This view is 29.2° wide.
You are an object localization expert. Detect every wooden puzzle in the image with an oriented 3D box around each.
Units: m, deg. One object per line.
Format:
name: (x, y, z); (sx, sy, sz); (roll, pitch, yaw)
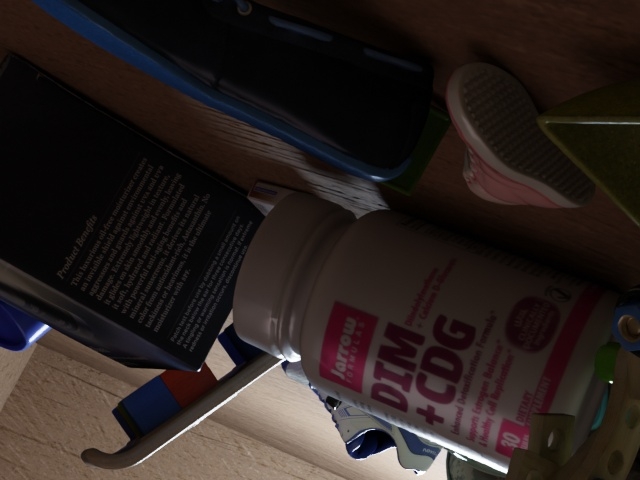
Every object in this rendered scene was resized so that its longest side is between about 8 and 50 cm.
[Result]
wooden puzzle: (-0.116, 0.146, 1.380); (0.080, 0.348, 0.322); (59, 165, 3)

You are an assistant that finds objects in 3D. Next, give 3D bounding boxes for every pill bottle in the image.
pill bottle: (0.084, 0.070, 0.975); (0.283, 0.160, 0.160); (21, 165, 20)

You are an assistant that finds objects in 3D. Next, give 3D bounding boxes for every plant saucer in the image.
plant saucer: (0.234, -0.027, 0.611); (0.188, 0.045, 0.188); (37, 162, -35)

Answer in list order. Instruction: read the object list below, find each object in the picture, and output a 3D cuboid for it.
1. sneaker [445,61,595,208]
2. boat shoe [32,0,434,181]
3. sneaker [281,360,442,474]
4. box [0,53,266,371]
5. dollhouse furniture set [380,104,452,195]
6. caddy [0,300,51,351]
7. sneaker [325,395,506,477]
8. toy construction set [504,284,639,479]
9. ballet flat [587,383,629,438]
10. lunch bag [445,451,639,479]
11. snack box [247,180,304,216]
sneaker: (0.100, -0.057, 0.725); (0.070, 0.051, 0.134); (2, 157, 46)
boat shoe: (-0.055, -0.124, 0.706); (0.258, 0.089, 0.109); (26, 180, -21)
sneaker: (0.042, 0.213, 1.618); (0.296, 0.131, 0.112); (14, 163, 43)
box: (-0.245, -0.010, 1.237); (0.294, 0.183, 0.296); (32, 164, -15)
dollhouse furniture set: (0.030, -0.079, 0.828); (0.076, 0.058, 0.151); (24, -173, -21)
caddy: (-0.403, -0.015, 1.508); (0.341, 0.179, 0.241); (16, 140, 40)
sneaker: (0.115, 0.185, 1.324); (0.256, 0.094, 0.151); (30, -166, 30)
toy construction set: (0.267, 0.133, 0.757); (0.327, 0.215, 0.151); (1, -166, 37)
ballet flat: (0.261, 0.170, 1.193); (0.087, 0.083, 0.247); (14, 170, -11)
lunch bag: (0.300, 0.331, 1.426); (0.305, 0.212, 0.256); (42, 176, -39)
snack box: (0.000, 0.000, 1.156); (0.064, 0.022, 0.178); (15, 162, 34)
